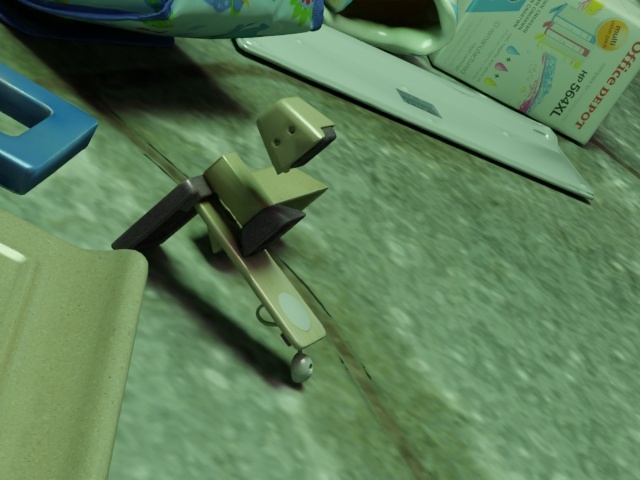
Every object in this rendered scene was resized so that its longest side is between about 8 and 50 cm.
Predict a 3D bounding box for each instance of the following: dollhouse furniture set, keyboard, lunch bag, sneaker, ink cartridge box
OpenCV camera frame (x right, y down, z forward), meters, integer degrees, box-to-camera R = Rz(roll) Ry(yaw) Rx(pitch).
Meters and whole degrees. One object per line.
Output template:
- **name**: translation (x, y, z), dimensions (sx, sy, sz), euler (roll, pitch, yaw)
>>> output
- **dollhouse furniture set**: translation (0.000, 0.000, 0.606), dimensions (0.081, 0.091, 0.114), euler (53, 22, 6)
- **keyboard**: translation (0.052, -0.083, 0.926), dimensions (0.256, 0.014, 0.072), euler (20, 31, -30)
- **lunch bag**: translation (-0.090, -0.138, 0.732), dimensions (0.151, 0.096, 0.129), euler (12, 10, 30)
- **sneaker**: translation (-0.013, -0.182, 0.938), dimensions (0.229, 0.087, 0.092), euler (21, 28, -25)
- **ink cartridge box**: translation (0.149, -0.139, 1.063), dimensions (0.143, 0.092, 0.090), euler (25, 24, -20)

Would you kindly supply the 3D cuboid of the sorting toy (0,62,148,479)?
- **sorting toy**: translation (-0.147, 0.019, 0.396), dimensions (0.196, 0.047, 0.347), euler (24, 23, -12)
